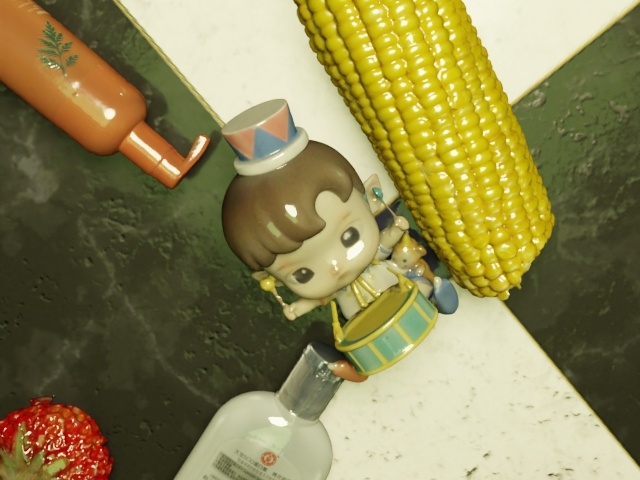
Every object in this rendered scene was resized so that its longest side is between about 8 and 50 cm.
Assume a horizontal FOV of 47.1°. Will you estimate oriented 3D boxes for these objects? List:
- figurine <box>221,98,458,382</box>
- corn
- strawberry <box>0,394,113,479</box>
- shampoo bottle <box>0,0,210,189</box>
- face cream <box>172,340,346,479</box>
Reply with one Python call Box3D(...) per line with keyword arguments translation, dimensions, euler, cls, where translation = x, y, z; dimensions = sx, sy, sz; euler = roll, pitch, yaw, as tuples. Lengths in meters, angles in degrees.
Box3D(translation=(0.000, -0.002, 0.695), dimensions=(0.161, 0.158, 0.275), euler=(-42, 97, 6), cls="figurine")
Box3D(translation=(0.100, -0.129, 0.676), dimensions=(0.144, 0.144, 0.387), euler=(-31, 102, 9), cls="corn")
Box3D(translation=(-0.301, 0.247, 0.802), dimensions=(0.145, 0.086, 0.145), euler=(1, 100, 3), cls="strawberry")
Box3D(translation=(-0.228, -0.141, 0.718), dimensions=(0.244, 0.085, 0.085), euler=(38, 101, -7), cls="shampoo bottle")
Box3D(translation=(-0.065, 0.238, 0.794), dimensions=(0.144, 0.071, 0.291), euler=(30, 103, -5), cls="face cream")
